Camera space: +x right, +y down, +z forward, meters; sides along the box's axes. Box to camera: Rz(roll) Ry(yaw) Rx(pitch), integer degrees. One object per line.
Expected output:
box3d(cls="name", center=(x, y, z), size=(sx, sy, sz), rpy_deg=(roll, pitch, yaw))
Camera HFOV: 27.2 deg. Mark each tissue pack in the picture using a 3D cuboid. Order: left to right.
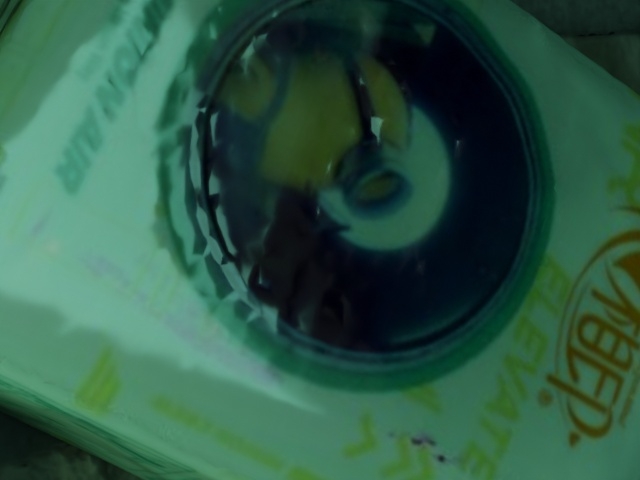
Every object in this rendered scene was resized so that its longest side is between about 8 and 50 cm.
box3d(cls="tissue pack", center=(0.000, 0.000, 0.655), size=(0.388, 0.162, 0.287), rpy_deg=(31, 73, -21))
